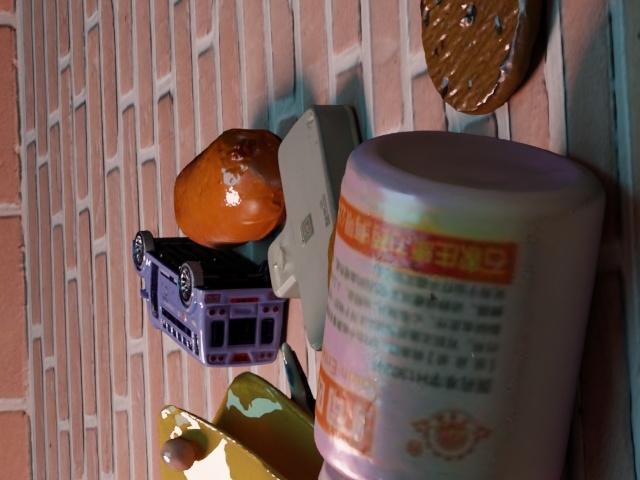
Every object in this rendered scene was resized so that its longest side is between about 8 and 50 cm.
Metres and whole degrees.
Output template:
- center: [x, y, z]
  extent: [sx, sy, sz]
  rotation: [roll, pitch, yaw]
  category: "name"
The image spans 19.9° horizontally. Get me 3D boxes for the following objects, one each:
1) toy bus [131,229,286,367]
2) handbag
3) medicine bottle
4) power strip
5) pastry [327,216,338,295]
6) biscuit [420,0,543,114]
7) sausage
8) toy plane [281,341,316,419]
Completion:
- center: [-0.147, 0.069, 2.317]
  extent: [0.292, 0.126, 0.133]
  rotation: [-151, 62, -64]
  category: "toy bus"
- center: [-0.019, 0.345, 1.867]
  extent: [0.401, 0.133, 0.283]
  rotation: [33, 134, 40]
  category: "handbag"
- center: [0.108, 0.116, 1.543]
  extent: [0.219, 0.219, 0.388]
  rotation: [-136, 48, -61]
  category: "medicine bottle"
- center: [0.001, 0.000, 2.024]
  extent: [0.193, 0.059, 0.264]
  rotation: [133, 133, -55]
  category: "power strip"
- center: [0.079, 0.042, 1.774]
  extent: [0.229, 0.100, 0.218]
  rotation: [-45, 54, 55]
  category: "pastry"
- center: [0.149, -0.219, 1.673]
  extent: [0.212, 0.036, 0.212]
  rotation: [180, 90, -66]
  category: "biscuit"
- center: [-0.106, -0.057, 2.208]
  extent: [0.258, 0.133, 0.133]
  rotation: [154, 113, -65]
  category: "sausage"
- center: [0.017, 0.224, 1.937]
  extent: [0.192, 0.088, 0.262]
  rotation: [19, 122, 65]
  category: "toy plane"
